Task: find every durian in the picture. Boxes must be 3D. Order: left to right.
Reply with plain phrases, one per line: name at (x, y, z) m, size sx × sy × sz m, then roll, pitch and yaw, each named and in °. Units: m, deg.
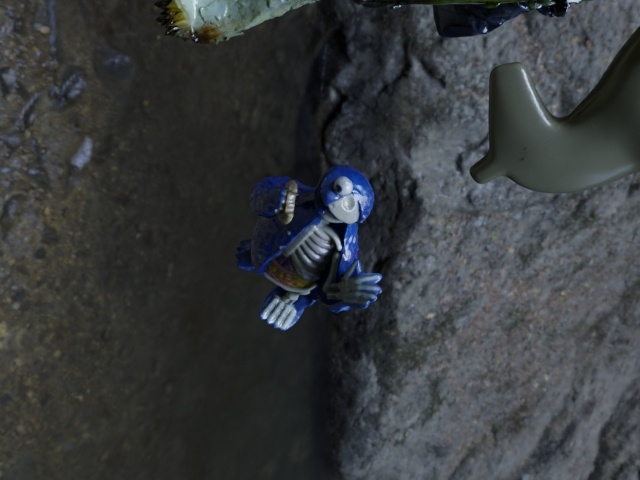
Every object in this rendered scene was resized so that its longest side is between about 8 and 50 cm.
durian at (-0.098, -0.317, 0.782) m, size 0.144 × 0.252 × 0.139 m, roll -27°, pitch 97°, yaw -78°

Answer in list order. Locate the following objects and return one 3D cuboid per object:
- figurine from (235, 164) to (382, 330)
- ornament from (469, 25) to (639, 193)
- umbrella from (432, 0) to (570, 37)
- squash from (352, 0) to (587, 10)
figurine at (-0.006, -0.004, 0.730) m, size 0.121 × 0.262 × 0.164 m, roll -29°, pitch 91°, yaw -31°
ornament at (0.238, -0.088, 0.434) m, size 0.245 × 0.230 × 0.061 m, roll -55°, pitch 178°, yaw 27°
umbrella at (0.186, -0.225, 0.574) m, size 0.071 × 0.224 × 0.080 m, roll -11°, pitch 104°, yaw -25°
squash at (0.091, -0.265, 0.343) m, size 0.189 × 0.189 × 0.260 m, roll -39°, pitch 135°, yaw -46°
